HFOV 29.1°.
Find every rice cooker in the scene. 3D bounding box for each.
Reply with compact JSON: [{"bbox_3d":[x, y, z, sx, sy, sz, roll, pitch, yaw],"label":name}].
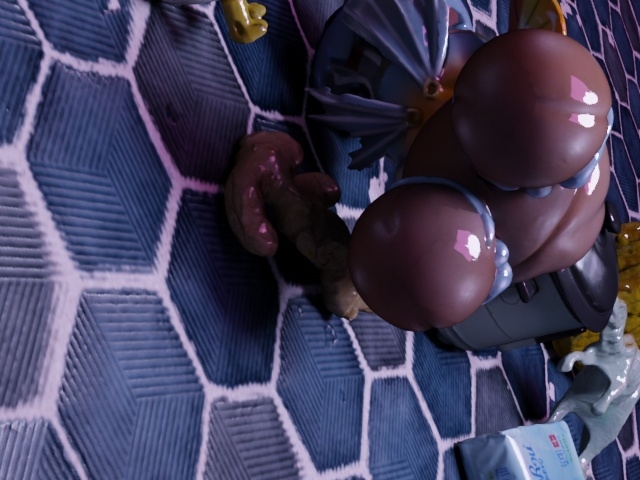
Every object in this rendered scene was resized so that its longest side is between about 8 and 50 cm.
[{"bbox_3d":[0.230,0.002,1.414,0.241,0.227,0.280,68,26,-11],"label":"rice cooker"}]

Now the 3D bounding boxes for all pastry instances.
[{"bbox_3d":[0.446,0.100,1.784,0.235,0.240,0.132,37,27,-31],"label":"pastry"}]

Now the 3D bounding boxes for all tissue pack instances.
[{"bbox_3d":[0.258,0.342,1.407,0.177,0.089,0.263,4,66,-55],"label":"tissue pack"}]

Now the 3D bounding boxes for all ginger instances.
[{"bbox_3d":[-0.002,-0.015,1.158,0.259,0.065,0.149,34,44,-50],"label":"ginger"}]

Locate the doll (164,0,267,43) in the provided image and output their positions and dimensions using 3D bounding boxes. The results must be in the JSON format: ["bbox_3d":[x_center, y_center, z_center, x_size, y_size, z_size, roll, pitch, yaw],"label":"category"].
[{"bbox_3d":[-0.124,-0.297,1.012,0.293,0.119,0.138,59,4,-28],"label":"doll"}]

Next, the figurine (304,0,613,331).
[{"bbox_3d":[0.125,-0.106,1.133,0.248,0.276,0.388,17,26,-34],"label":"figurine"}]

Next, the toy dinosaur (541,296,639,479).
[{"bbox_3d":[0.350,0.226,1.599,0.205,0.092,0.393,-51,145,-15],"label":"toy dinosaur"}]
